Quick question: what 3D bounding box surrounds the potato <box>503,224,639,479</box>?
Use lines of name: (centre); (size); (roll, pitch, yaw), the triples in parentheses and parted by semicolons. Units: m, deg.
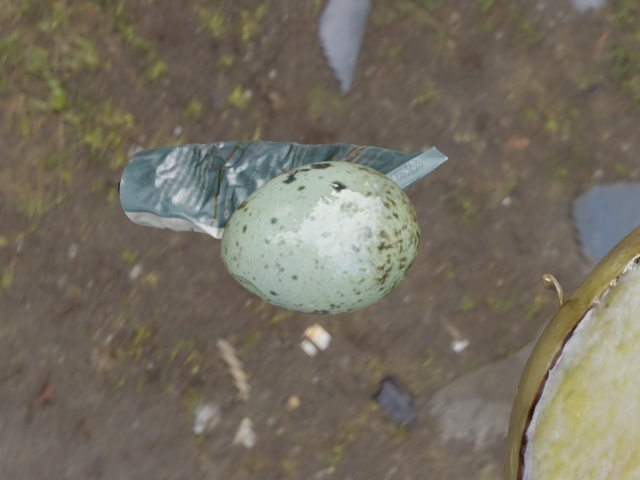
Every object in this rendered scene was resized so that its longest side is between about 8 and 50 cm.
potato: (0.198, 0.079, 1.162); (0.299, 0.116, 0.239); (-32, 125, -27)

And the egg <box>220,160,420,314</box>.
egg: (0.000, 0.000, 1.087); (0.110, 0.085, 0.085); (-14, 73, 2)

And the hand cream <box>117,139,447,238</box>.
hand cream: (-0.041, -0.038, 1.252); (0.052, 0.248, 0.075); (53, 54, -31)
